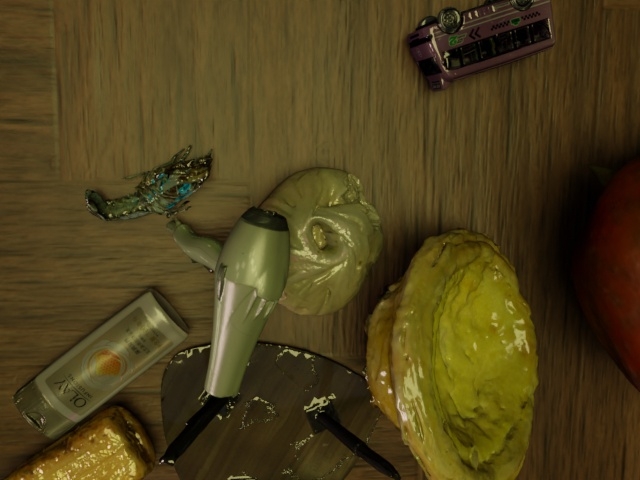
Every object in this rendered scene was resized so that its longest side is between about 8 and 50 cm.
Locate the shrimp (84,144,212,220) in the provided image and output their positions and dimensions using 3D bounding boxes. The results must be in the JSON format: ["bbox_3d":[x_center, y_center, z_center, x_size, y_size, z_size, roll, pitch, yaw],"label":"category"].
[{"bbox_3d":[-0.217,-0.070,0.781,0.174,0.076,0.082,-20,58,0],"label":"shrimp"}]

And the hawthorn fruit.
[{"bbox_3d":[0.494,0.025,0.731,0.402,0.403,0.403,-1,97,-7],"label":"hawthorn fruit"}]

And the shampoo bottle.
[{"bbox_3d":[-0.290,0.164,0.792,0.227,0.056,0.086,-37,104,-1],"label":"shampoo bottle"}]

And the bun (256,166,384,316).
[{"bbox_3d":[0.000,0.000,0.774,0.178,0.128,0.193,45,88,-8],"label":"bun"}]

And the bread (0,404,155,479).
[{"bbox_3d":[-0.328,0.314,0.792,0.210,0.083,0.114,-31,96,-2],"label":"bread"}]

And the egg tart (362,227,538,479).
[{"bbox_3d":[0.169,0.152,0.773,0.345,0.132,0.346,14,70,-44],"label":"egg tart"}]

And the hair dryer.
[{"bbox_3d":[-0.127,0.074,0.718,0.088,0.224,0.219,8,82,-46],"label":"hair dryer"}]

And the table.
[{"bbox_3d":[-0.081,0.283,0.735,0.317,0.249,0.318,-1,97,-7],"label":"table"}]

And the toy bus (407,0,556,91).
[{"bbox_3d":[0.213,-0.268,0.788,0.178,0.087,0.099,-19,105,-6],"label":"toy bus"}]
